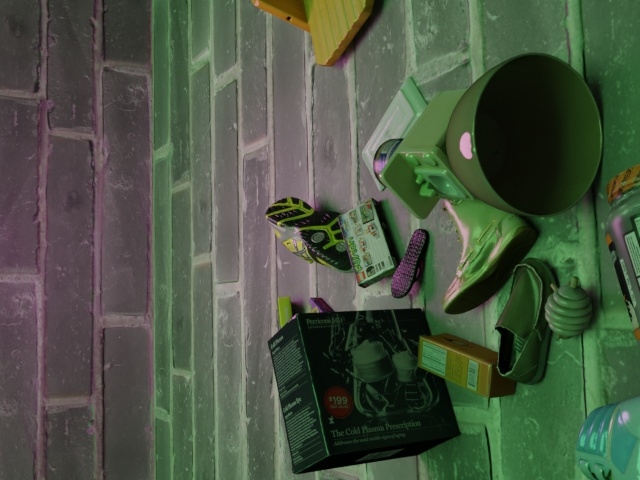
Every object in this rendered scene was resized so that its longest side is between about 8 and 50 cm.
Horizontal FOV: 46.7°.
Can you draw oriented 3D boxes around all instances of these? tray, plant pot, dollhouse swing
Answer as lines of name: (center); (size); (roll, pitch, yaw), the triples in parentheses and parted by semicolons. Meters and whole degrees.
tray: (0.178, -0.266, 1.871); (0.270, 0.030, 0.145); (-59, 42, 40)
plant pot: (0.341, -0.182, 1.360); (0.191, 0.284, 0.284); (-178, 90, -66)
dollhouse swing: (-0.043, -0.708, 2.036); (0.347, 0.315, 0.305); (-45, 31, 48)

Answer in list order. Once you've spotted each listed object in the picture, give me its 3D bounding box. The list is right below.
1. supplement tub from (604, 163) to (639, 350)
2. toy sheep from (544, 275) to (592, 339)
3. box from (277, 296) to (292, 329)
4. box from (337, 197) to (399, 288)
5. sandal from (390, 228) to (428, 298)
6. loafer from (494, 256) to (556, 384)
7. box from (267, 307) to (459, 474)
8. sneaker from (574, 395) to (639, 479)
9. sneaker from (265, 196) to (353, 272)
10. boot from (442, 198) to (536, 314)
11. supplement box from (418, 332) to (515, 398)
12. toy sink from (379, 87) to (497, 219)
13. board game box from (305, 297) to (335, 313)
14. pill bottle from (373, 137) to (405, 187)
supplement tub: (0.539, 0.044, 1.087); (0.193, 0.193, 0.316); (-36, 57, 53)
toy sheep: (0.448, 0.122, 1.342); (0.091, 0.091, 0.132); (39, 140, 53)
box: (-0.104, 0.268, 2.265); (0.109, 0.042, 0.178); (106, 158, -75)
box: (0.122, 0.005, 1.898); (0.114, 0.036, 0.207); (-29, 60, 25)
sandal: (0.223, 0.060, 1.778); (0.067, 0.040, 0.179); (29, 99, 50)
loafer: (0.391, 0.157, 1.430); (0.094, 0.087, 0.251); (7, 95, 59)
box: (0.090, 0.332, 1.680); (0.179, 0.343, 0.313); (-48, 50, 50)
sneaker: (0.514, 0.405, 1.181); (0.208, 0.127, 0.319); (-31, 53, 53)
sneaker: (0.000, 0.000, 2.090); (0.384, 0.145, 0.147); (35, 154, 47)
boot: (0.311, 0.008, 1.560); (0.262, 0.095, 0.203); (-58, 43, 32)
supplement box: (0.307, 0.262, 1.579); (0.233, 0.078, 0.080); (19, 108, 59)
toy sink: (0.259, -0.169, 1.506); (0.234, 0.153, 0.131); (-53, 27, -14)
board game box: (-0.009, 0.364, 2.139); (0.208, 0.056, 0.347); (40, 122, 48)
pill bottle: (0.227, -0.173, 1.692); (0.219, 0.122, 0.123); (13, 100, 59)
